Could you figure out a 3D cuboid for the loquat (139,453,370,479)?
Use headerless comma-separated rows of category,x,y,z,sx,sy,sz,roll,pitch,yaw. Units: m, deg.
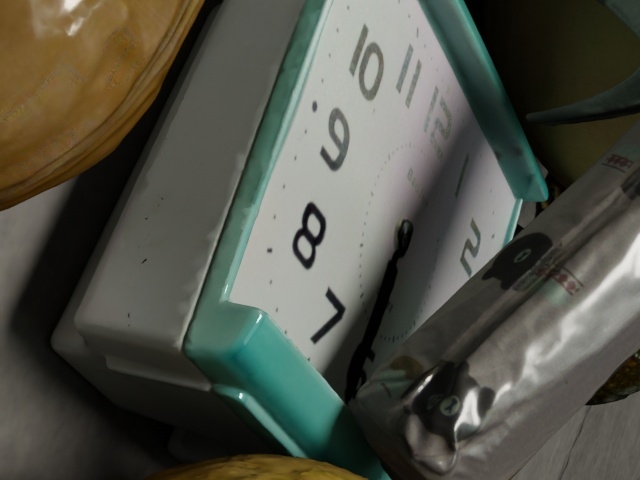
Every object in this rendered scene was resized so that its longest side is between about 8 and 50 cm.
loquat,-0.028,0.223,0.620,0.284,0.276,0.276,-56,157,19

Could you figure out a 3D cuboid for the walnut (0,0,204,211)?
walnut,-0.103,-0.103,0.463,0.167,0.167,0.207,41,67,-58

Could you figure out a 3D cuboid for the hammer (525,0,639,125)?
hammer,0.105,-0.159,0.767,0.159,0.226,0.041,-49,164,18

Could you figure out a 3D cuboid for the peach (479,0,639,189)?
peach,0.208,-0.144,0.896,0.247,0.292,0.292,7,95,-38

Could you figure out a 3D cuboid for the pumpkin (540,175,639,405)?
pumpkin,0.206,0.032,1.132,0.119,0.107,0.184,-12,110,-53

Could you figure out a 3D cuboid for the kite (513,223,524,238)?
kite,0.087,0.077,0.914,0.229,0.012,0.250,116,-20,-52

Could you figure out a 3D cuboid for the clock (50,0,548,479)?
clock,0.000,0.000,0.752,0.262,0.116,0.231,54,49,-55

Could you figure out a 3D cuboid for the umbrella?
umbrella,0.150,-0.018,0.696,0.337,0.067,0.073,-42,153,-12
